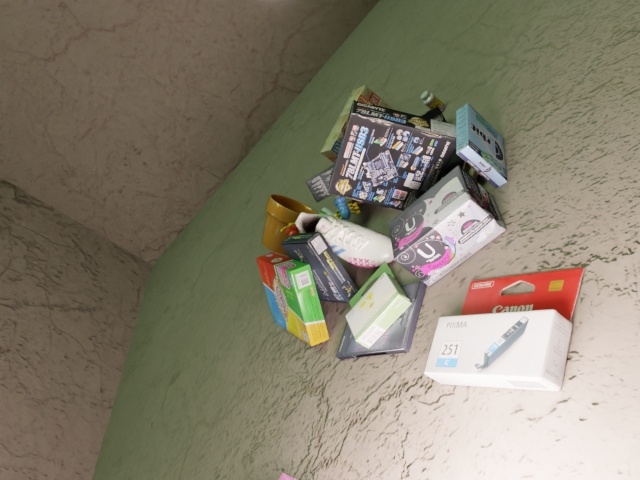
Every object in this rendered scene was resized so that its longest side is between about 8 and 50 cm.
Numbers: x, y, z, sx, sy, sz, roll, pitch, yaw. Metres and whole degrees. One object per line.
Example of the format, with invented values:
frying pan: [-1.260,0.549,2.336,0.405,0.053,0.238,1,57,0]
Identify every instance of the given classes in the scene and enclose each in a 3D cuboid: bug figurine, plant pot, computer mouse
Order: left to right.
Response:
plant pot: [-0.137,-0.053,2.267,0.187,0.205,0.205,-65,21,14]
bug figurine: [0.012,-0.022,1.910,0.279,0.072,0.216,-31,64,10]
computer mouse: [0.356,-0.201,1.689,0.184,0.060,0.262,-42,27,25]

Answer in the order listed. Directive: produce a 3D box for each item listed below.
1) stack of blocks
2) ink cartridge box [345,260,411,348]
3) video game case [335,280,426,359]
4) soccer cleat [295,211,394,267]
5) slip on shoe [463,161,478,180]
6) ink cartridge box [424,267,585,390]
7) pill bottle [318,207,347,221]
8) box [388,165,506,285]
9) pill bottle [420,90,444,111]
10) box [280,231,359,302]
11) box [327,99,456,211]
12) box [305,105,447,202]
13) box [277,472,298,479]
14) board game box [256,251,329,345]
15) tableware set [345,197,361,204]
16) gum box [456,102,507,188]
stack of blocks: [0.146,-0.414,2.216,0.087,0.171,0.297,0,59,62]
ink cartridge box: [0.139,0.158,1.576,0.171,0.056,0.235,-50,27,13]
video game case: [0.159,0.218,1.557,0.274,0.026,0.196,-22,40,52]
soccer cleat: [0.066,-0.006,1.738,0.332,0.143,0.115,15,74,33]
slip on shoe: [0.394,-0.167,1.545,0.052,0.041,0.135,21,99,37]
ink cartridge box: [0.367,0.168,1.187,0.296,0.066,0.261,-16,46,54]
pill bottle: [0.000,0.000,2.016,0.208,0.118,0.118,-56,24,-3]
box: [0.308,-0.034,1.462,0.247,0.142,0.163,-42,27,28]
pill bottle: [0.378,-0.467,1.964,0.043,0.083,0.043,-42,27,27]
box: [-0.004,0.083,1.776,0.059,0.232,0.183,-40,17,-24]
box: [0.192,-0.218,1.607,0.295,0.294,0.073,106,176,-46]
box: [0.182,-0.279,1.899,0.318,0.097,0.395,-32,6,-42]
box: [-0.054,0.670,1.250,0.213,0.117,0.243,-58,25,-7]
board game box: [-0.094,0.175,1.833,0.064,0.242,0.317,-20,13,-22]
tableware set: [0.156,-0.157,2.033,0.194,0.039,0.128,-6,41,52]
gum box: [0.419,-0.249,1.516,0.041,0.157,0.184,-33,32,39]
